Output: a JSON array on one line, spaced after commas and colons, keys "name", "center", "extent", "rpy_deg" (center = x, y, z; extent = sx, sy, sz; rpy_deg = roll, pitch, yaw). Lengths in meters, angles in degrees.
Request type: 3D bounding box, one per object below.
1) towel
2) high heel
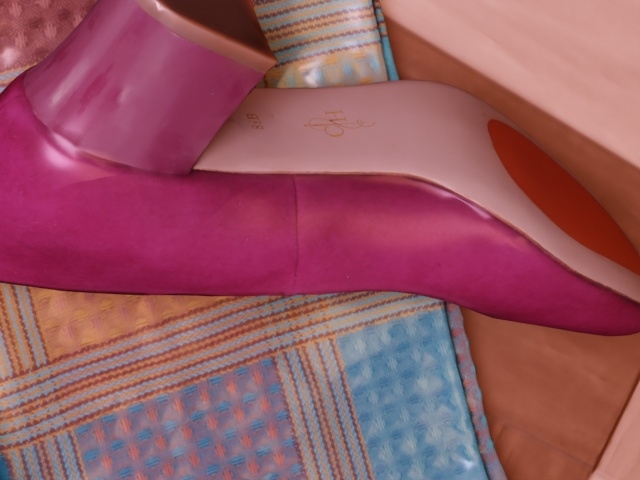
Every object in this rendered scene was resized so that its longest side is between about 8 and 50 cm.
[{"name": "towel", "center": [-0.060, 0.019, 1.008], "extent": [0.271, 0.040, 0.370], "rpy_deg": [-19, 104, -19]}, {"name": "high heel", "center": [0.000, 0.000, 0.980], "extent": [0.377, 0.127, 0.181], "rpy_deg": [28, 118, -28]}]
